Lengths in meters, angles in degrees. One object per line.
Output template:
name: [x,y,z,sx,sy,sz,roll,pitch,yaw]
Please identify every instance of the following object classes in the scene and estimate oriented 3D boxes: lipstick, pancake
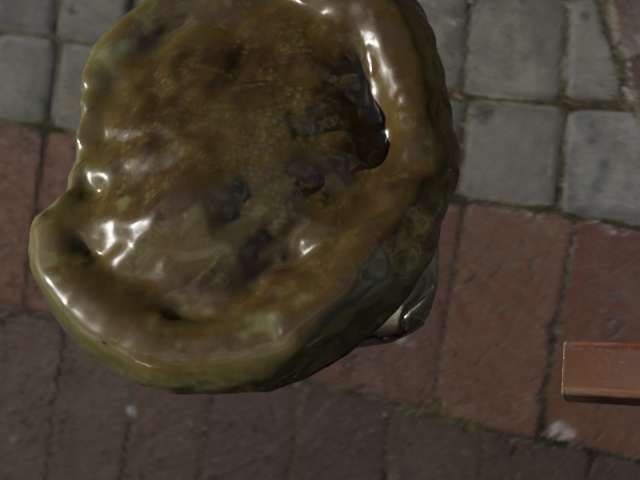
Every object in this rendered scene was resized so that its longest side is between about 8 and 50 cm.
lipstick: [0.261,0.104,1.064,0.145,0.045,0.045,1,75,18]
pancake: [-0.039,-0.041,0.658,0.222,0.042,0.236,20,69,28]

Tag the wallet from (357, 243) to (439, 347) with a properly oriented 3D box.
wallet: [-0.001,-0.001,1.674,0.335,0.068,0.275,-7,92,13]
